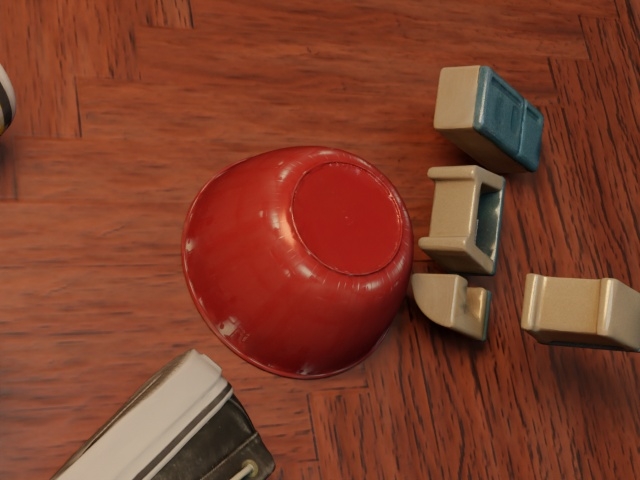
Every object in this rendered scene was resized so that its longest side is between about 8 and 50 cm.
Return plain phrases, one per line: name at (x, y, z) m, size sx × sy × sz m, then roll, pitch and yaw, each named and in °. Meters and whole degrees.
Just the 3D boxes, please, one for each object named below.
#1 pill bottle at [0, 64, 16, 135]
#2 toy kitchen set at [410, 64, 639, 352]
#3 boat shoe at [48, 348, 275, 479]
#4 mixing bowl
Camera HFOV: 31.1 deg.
pill bottle at (-0.285, -0.054, 0.720) m, size 0.103 × 0.103 × 0.184 m, roll 39°, pitch 58°, yaw -6°
toy kitchen set at (0.178, -0.021, 0.891) m, size 0.122 × 0.166 × 0.207 m, roll 24°, pitch 71°, yaw -55°
boat shoe at (-0.133, 0.198, 0.664) m, size 0.119 × 0.121 × 0.335 m, roll 46°, pitch 50°, yaw -3°
mixing bowl at (0.000, 0.000, 0.838) m, size 0.181 × 0.098 × 0.182 m, roll 10°, pitch 64°, yaw -23°
